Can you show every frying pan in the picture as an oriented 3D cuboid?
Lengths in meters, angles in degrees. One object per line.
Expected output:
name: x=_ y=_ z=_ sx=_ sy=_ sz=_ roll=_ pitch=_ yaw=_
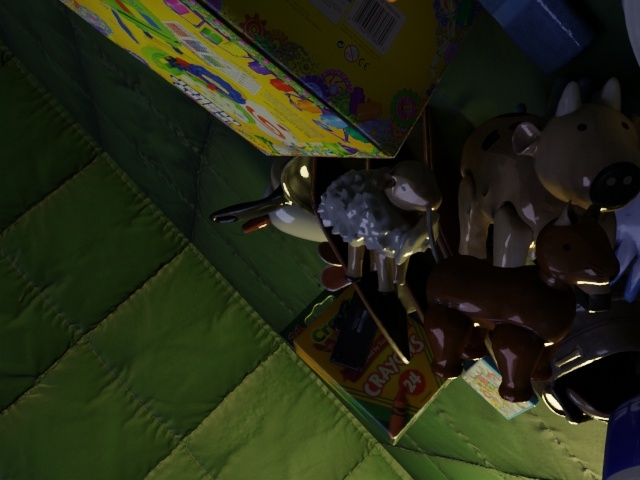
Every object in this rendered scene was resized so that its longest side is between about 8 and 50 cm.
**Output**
frying pan: x=0.004 y=-0.060 z=1.039 sx=0.197 sy=0.053 sz=0.326 roll=28 pitch=147 yaw=-29

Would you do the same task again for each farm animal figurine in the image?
farm animal figurine: x=0.197 y=-0.031 z=0.509 sx=0.327 sy=0.331 sz=0.172 roll=-145 pitch=51 yaw=-64

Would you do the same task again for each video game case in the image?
video game case: x=0.320 y=0.267 z=1.291 sx=0.119 sy=0.015 sz=0.166 roll=43 pitch=162 yaw=14

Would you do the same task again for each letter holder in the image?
letter holder: x=0.116 y=0.037 z=0.857 sx=0.214 sy=0.152 sz=0.301 roll=-85 pitch=-29 yaw=-50

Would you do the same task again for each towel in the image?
towel: x=0.170 y=-0.196 z=0.585 sx=0.119 sy=0.029 sz=0.067 roll=48 pitch=163 yaw=-2

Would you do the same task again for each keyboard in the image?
keyboard: x=0.071 y=0.151 z=1.344 sx=0.108 sy=0.180 sz=0.023 roll=11 pitch=166 yaw=42

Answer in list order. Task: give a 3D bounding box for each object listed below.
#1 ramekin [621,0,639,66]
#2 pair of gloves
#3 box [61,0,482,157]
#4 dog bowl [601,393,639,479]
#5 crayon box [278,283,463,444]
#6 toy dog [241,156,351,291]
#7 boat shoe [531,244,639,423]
ramekin: x=0.271 y=-0.127 z=0.327 sx=0.273 sy=0.127 sz=0.273 roll=41 pitch=162 yaw=16
pair of gloves: x=0.241 y=-0.048 z=0.625 sx=0.198 sy=0.023 sz=0.159 roll=39 pitch=125 yaw=30
box: x=-0.062 y=-0.230 z=0.684 sx=0.290 sy=0.177 sz=0.279 roll=35 pitch=169 yaw=-27
dog bowl: x=0.405 y=0.237 z=0.669 sx=0.265 sy=0.104 sz=0.265 roll=13 pitch=148 yaw=8
crayon box: x=0.091 y=0.212 z=1.399 sx=0.318 sy=0.202 sz=0.081 roll=40 pitch=162 yaw=19
toy dog: x=0.000 y=0.000 z=1.205 sx=0.334 sy=0.161 sz=0.220 roll=38 pitch=164 yaw=30
boat shoe: x=0.287 y=0.142 z=0.788 sx=0.355 sy=0.132 sz=0.130 roll=61 pitch=-158 yaw=-54
